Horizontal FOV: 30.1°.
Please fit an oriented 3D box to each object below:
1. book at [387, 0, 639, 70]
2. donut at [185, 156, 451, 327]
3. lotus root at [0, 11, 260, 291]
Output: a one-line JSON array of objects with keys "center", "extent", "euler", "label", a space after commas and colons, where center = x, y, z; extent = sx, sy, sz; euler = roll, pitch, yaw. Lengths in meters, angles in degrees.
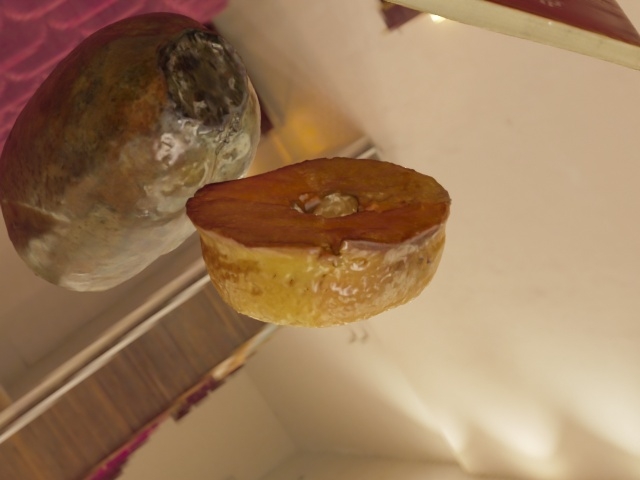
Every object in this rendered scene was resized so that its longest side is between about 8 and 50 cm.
[{"center": [0.111, -0.243, 0.990], "extent": [0.374, 0.262, 0.028], "euler": [-88, -165, -63], "label": "book"}, {"center": [0.001, 0.001, 0.843], "extent": [0.174, 0.074, 0.190], "euler": [13, -154, 33], "label": "donut"}, {"center": [-0.207, -0.100, 1.289], "extent": [0.250, 0.250, 0.346], "euler": [-43, -175, -41], "label": "lotus root"}]
